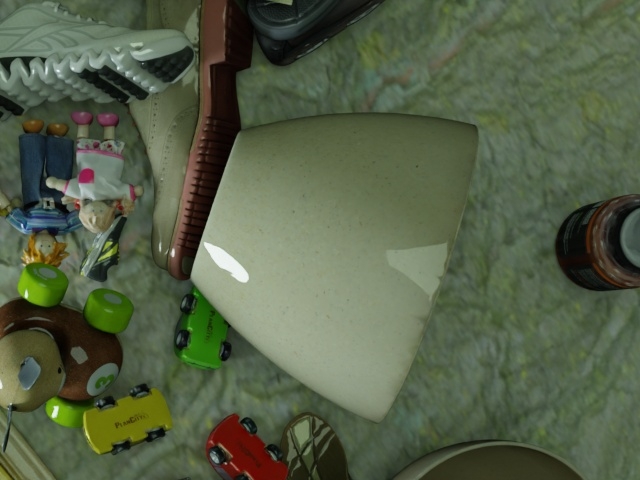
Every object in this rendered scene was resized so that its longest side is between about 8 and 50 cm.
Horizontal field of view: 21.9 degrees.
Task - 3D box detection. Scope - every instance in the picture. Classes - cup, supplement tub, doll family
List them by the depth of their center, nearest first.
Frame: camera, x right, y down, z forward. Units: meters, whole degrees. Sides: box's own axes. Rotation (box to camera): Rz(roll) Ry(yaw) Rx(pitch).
[{"bbox_3d":[0.000,0.000,1.742,0.237,0.331,0.331,18,84,-2],"label":"cup"},{"bbox_3d":[-0.330,-0.052,1.810,0.263,0.118,0.163,4,70,-14],"label":"doll family"},{"bbox_3d":[0.336,0.003,1.847,0.106,0.198,0.106,0,87,-8],"label":"supplement tub"}]

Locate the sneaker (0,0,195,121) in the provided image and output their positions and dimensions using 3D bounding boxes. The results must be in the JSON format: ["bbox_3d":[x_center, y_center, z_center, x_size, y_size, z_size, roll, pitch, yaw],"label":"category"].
[{"bbox_3d":[-0.275,-0.208,1.786,0.292,0.110,0.118,-5,71,18],"label":"sneaker"}]

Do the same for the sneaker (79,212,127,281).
[{"bbox_3d":[-0.237,0.009,1.854,0.035,0.031,0.083,33,87,-18],"label":"sneaker"}]

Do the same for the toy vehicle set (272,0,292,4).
[{"bbox_3d":[-0.146,-0.348,1.819,0.267,0.035,0.166,12,46,0],"label":"toy vehicle set"}]

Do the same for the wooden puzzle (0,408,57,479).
[{"bbox_3d":[-0.394,0.306,1.803,0.221,0.044,0.238,-39,92,-9],"label":"wooden puzzle"}]

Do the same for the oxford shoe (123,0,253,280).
[{"bbox_3d":[-0.160,-0.131,1.846,0.130,0.123,0.348,6,84,16],"label":"oxford shoe"}]

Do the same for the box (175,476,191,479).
[{"bbox_3d":[-0.227,0.370,1.772,0.231,0.056,0.183,-14,82,-20],"label":"box"}]

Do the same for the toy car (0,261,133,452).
[{"bbox_3d":[-0.290,0.139,1.732,0.149,0.188,0.155,22,111,-6],"label":"toy car"}]

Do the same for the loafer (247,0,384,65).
[{"bbox_3d":[0.042,-0.310,1.892,0.302,0.095,0.109,-37,63,-17],"label":"loafer"}]

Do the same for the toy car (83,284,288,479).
[{"bbox_3d":[-0.140,0.157,1.823,0.239,0.053,0.225,19,63,-21],"label":"toy car"}]

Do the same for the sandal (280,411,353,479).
[{"bbox_3d":[0.008,0.273,1.863,0.072,0.049,0.180,-32,106,-6],"label":"sandal"}]

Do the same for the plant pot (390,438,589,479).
[{"bbox_3d":[0.155,0.345,1.793,0.284,0.191,0.284,0,91,-18],"label":"plant pot"}]
